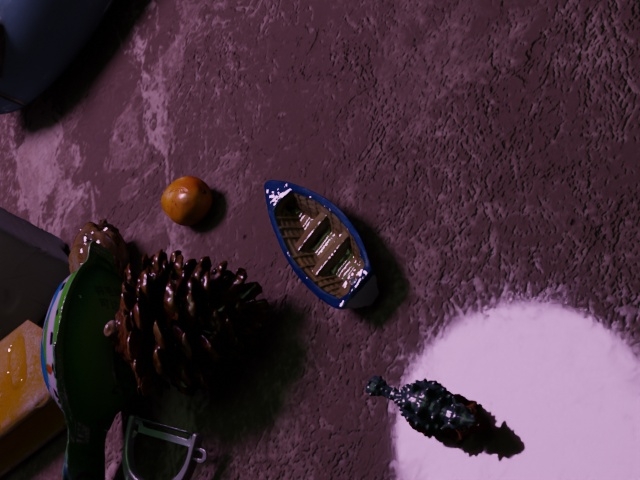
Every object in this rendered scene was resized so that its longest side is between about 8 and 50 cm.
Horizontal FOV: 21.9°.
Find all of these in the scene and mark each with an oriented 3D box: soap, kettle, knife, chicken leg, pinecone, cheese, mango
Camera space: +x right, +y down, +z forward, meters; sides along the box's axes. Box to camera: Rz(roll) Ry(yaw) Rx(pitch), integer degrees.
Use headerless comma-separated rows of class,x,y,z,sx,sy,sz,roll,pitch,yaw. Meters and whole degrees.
soap,-0.370,0.193,1.972,0.232,0.073,0.140,-37,46,25
kettle,-0.414,-0.336,2.302,0.319,0.247,0.342,-119,53,-84
knife,-0.197,0.323,1.696,0.123,0.053,0.278,7,71,46
chicken leg,-0.263,0.061,1.949,0.085,0.069,0.198,-28,53,36
pinecone,-0.138,0.083,1.720,0.173,0.173,0.173,-29,46,34
cheese,-0.250,0.162,1.784,0.083,0.204,0.320,1,78,14
mango,-0.159,-0.046,1.919,0.089,0.046,0.060,2,67,54
soap,-0.457,0.092,2.058,0.289,0.173,0.095,-51,37,9

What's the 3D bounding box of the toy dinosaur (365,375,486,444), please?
toy dinosaur,0.094,0.149,1.482,0.154,0.055,0.049,14,80,50

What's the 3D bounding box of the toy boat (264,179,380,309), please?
toy boat,0.000,0.000,1.703,0.080,0.046,0.229,-53,36,9
